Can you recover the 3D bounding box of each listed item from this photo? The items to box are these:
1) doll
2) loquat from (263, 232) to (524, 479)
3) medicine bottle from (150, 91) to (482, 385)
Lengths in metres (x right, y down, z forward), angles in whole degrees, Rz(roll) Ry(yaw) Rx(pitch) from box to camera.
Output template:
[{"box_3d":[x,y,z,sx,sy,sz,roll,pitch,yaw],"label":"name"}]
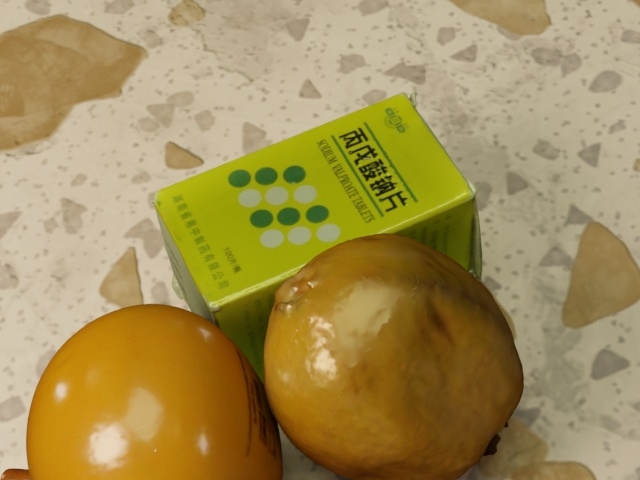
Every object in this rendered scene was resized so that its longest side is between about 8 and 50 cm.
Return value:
[{"box_3d":[-0.154,0.162,1.227,0.236,0.213,0.213,-18,52,11],"label":"doll"},{"box_3d":[0.056,0.098,1.240,0.187,0.234,0.176,-55,29,5],"label":"loquat"},{"box_3d":[0.000,0.000,1.359,0.250,0.141,0.137,-24,51,-10],"label":"medicine bottle"}]
